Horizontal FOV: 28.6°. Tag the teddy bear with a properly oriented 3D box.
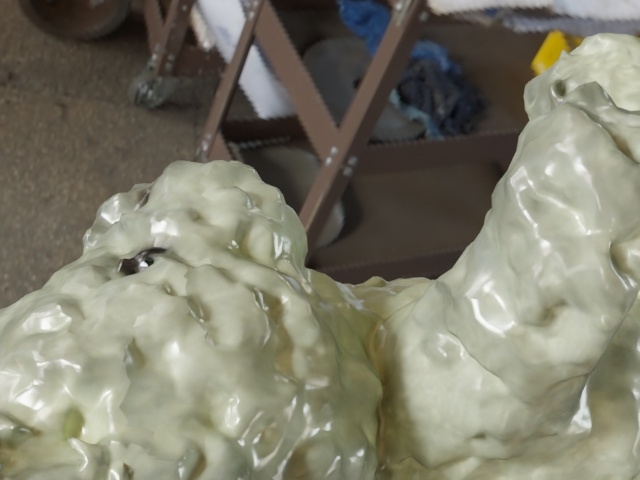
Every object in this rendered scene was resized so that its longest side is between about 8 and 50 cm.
[{"bbox_3d":[0.000,0.000,0.506,0.362,0.327,0.376,22,74,-17],"label":"teddy bear"}]
